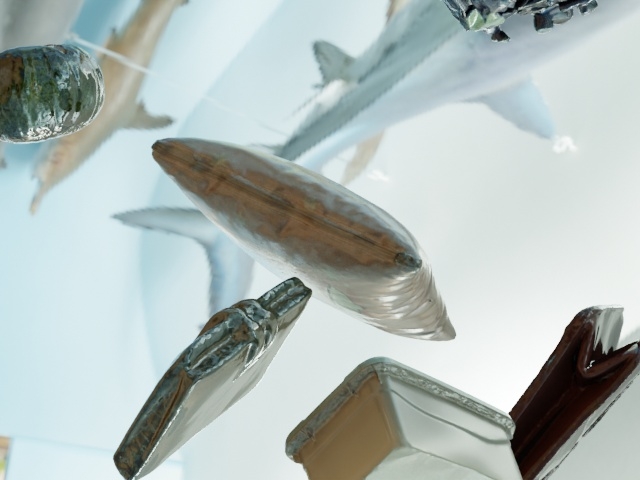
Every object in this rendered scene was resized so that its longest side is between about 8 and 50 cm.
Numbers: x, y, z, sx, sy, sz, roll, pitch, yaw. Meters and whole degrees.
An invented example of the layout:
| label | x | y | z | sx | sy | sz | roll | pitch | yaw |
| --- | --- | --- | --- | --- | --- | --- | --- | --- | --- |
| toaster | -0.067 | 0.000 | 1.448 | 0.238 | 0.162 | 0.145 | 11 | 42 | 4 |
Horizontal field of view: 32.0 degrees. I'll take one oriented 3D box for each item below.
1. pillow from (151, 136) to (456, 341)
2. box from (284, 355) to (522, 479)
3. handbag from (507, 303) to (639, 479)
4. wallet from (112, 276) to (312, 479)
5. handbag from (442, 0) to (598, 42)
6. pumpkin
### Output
| label | x | y | z | sx | sy | sz | roll | pitch | yaw |
| --- | --- | --- | --- | --- | --- | --- | --- | --- | --- |
| pillow | 0.000 | 0.000 | 0.874 | 0.223 | 0.236 | 0.084 | 28 | -94 | 21 |
| box | 0.052 | 0.128 | 0.627 | 0.089 | 0.122 | 0.062 | -48 | -145 | 23 |
| handbag | 0.272 | 0.198 | 1.276 | 0.084 | 0.260 | 0.275 | 39 | -80 | 18 |
| wallet | -0.067 | 0.084 | 0.722 | 0.039 | 0.153 | 0.118 | 42 | -57 | 12 |
| handbag | 0.076 | -0.206 | 0.563 | 0.162 | 0.260 | 0.113 | -19 | -134 | 46 |
| pumpkin | -0.334 | -0.183 | 1.377 | 0.107 | 0.183 | 0.119 | 9 | -68 | 37 |
